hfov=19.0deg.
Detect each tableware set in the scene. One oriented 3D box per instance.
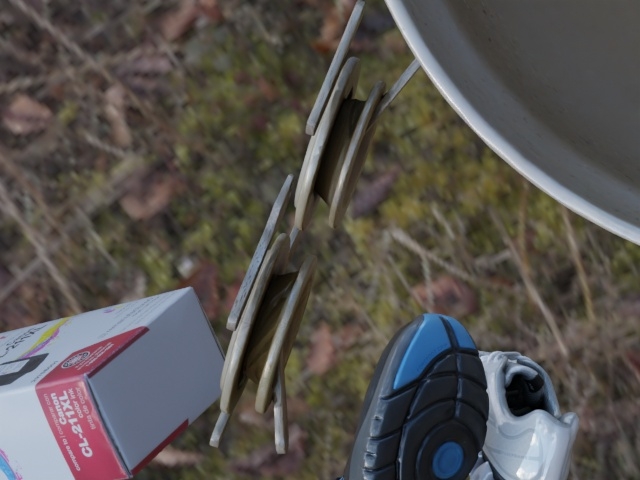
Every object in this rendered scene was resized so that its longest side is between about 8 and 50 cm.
[{"bbox_3d":[0.000,0.000,0.892,0.039,0.128,0.194,18,58,4],"label":"tableware set"}]

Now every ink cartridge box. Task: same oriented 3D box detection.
[{"bbox_3d":[-0.164,0.101,1.195,0.175,0.072,0.127,-14,17,34],"label":"ink cartridge box"}]

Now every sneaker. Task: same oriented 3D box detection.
[{"bbox_3d":[0.050,0.222,1.691,0.139,0.125,0.341,25,106,57],"label":"sneaker"},{"bbox_3d":[0.163,0.146,1.792,0.110,0.118,0.292,1,26,-24],"label":"sneaker"}]

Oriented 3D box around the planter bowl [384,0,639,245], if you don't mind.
[{"bbox_3d":[0.097,-0.079,0.339,0.162,0.109,0.162,3,98,20],"label":"planter bowl"}]
